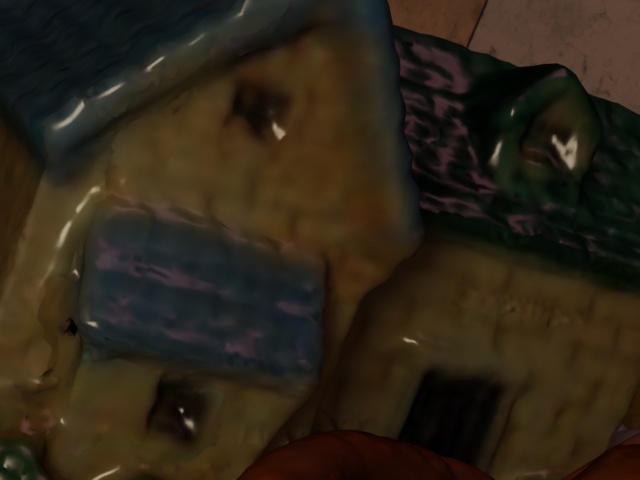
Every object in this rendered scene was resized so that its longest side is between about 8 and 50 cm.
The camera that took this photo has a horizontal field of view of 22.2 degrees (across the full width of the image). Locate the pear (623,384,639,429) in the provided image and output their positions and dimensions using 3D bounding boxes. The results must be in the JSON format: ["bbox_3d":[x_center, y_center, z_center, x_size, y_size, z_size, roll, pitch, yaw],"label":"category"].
[{"bbox_3d":[0.315,0.111,1.207,0.281,0.280,0.281,22,9,-4],"label":"pear"}]

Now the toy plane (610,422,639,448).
[{"bbox_3d":[0.215,0.172,0.984,0.252,0.118,0.252,49,9,-10],"label":"toy plane"}]

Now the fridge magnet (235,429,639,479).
[{"bbox_3d":[0.103,0.186,0.349,0.363,0.155,0.363,46,16,-17],"label":"fridge magnet"}]

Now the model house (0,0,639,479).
[{"bbox_3d":[0.000,0.000,0.837,0.382,0.342,0.334,19,8,-26],"label":"model house"}]
